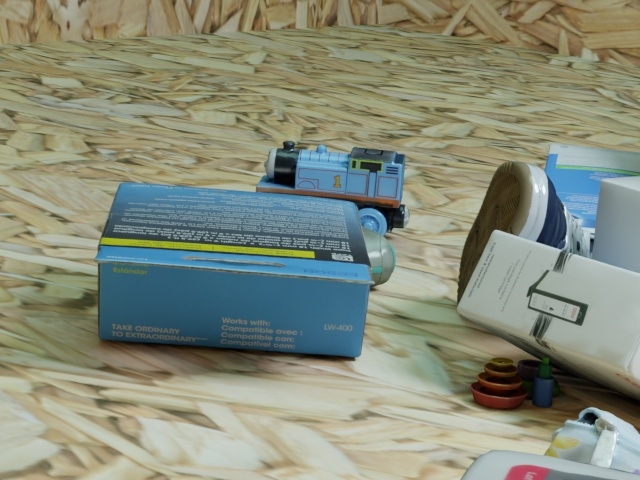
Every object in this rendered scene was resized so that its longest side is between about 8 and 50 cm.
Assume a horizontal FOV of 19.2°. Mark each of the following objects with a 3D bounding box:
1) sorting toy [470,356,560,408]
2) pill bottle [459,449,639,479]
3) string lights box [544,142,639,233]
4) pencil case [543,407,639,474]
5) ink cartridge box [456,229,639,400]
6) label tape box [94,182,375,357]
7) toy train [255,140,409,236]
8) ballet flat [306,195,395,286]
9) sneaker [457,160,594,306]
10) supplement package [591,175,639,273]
[{"bbox_3d":[0.172,0.115,1.619,0.061,0.042,0.102,14,16,35],"label":"sorting toy"},{"bbox_3d":[0.214,0.212,0.907,0.319,0.176,0.176,9,14,20],"label":"pill bottle"},{"bbox_3d":[0.298,-0.018,2.038,0.133,0.076,0.259,7,27,10],"label":"string lights box"},{"bbox_3d":[0.248,0.191,1.134,0.113,0.124,0.273,-6,17,-40],"label":"pencil case"},{"bbox_3d":[0.242,0.074,1.609,0.148,0.086,0.203,31,-8,-41],"label":"ink cartridge box"},{"bbox_3d":[-0.080,0.036,1.733,0.241,0.105,0.333,4,13,-2],"label":"label tape box"},{"bbox_3d":[0.013,-0.058,2.180,0.184,0.105,0.080,6,13,6],"label":"toy train"},{"bbox_3d":[0.000,0.000,2.006,0.068,0.072,0.213,-10,18,-29],"label":"ballet flat"},{"bbox_3d":[0.226,0.007,1.787,0.153,0.099,0.282,8,-20,-4],"label":"sneaker"},{"bbox_3d":[0.413,0.033,1.758,0.293,0.175,0.177,-6,17,-36],"label":"supplement package"}]
